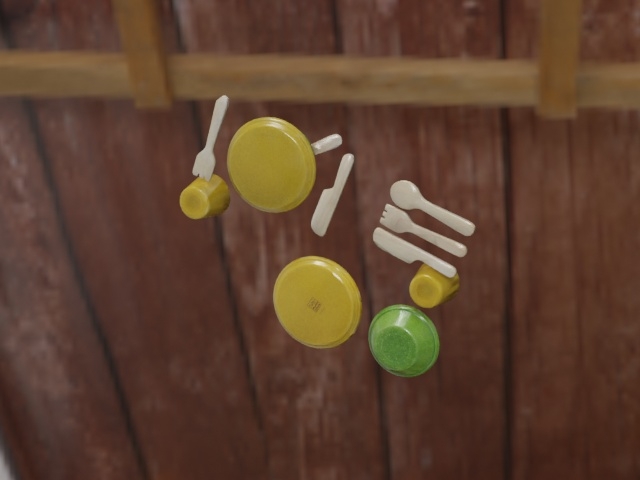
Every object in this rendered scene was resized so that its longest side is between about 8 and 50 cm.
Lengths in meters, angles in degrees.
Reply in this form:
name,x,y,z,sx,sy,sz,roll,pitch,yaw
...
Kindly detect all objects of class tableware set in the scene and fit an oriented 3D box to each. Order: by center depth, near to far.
name,x,y,z,sx,sy,sz,roll,pitch,yaw
tableware set,0.000,0.000,0.808,0.024,0.154,0.104,-32,-34,-63
